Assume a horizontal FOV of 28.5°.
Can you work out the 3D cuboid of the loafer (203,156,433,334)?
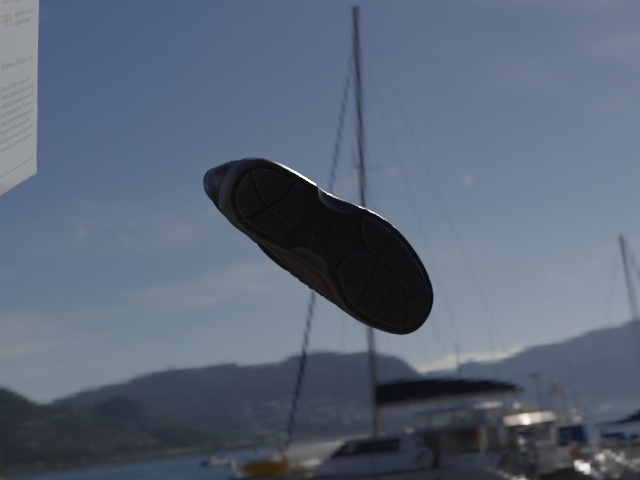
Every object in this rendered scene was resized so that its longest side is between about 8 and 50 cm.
[{"bbox_3d":[0.000,0.000,1.375,0.302,0.109,0.095,36,-10,-31],"label":"loafer"}]

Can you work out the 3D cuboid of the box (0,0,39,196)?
[{"bbox_3d":[-0.363,-0.214,1.145,0.168,0.345,0.215,5,13,2],"label":"box"}]
